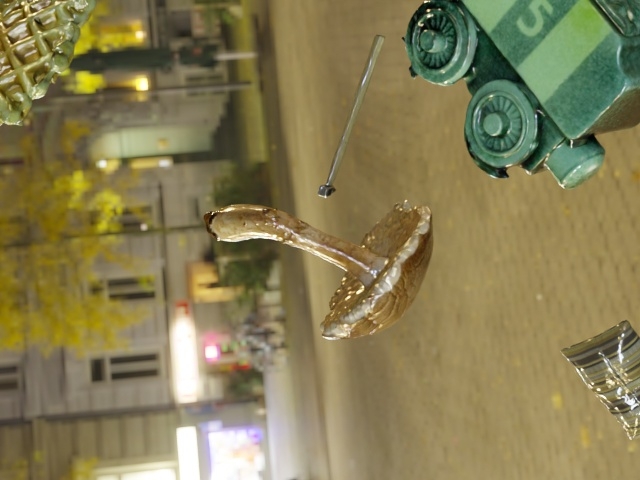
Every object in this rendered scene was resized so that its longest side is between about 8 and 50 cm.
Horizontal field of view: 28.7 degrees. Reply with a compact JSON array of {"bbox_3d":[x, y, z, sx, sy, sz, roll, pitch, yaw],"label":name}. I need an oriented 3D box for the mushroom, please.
[{"bbox_3d":[0.009,0.033,1.750,0.233,0.301,0.208,136,133,-62],"label":"mushroom"}]

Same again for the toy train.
[{"bbox_3d":[0.233,-0.212,1.340,0.299,0.167,0.238,56,131,17],"label":"toy train"}]

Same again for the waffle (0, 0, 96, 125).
[{"bbox_3d":[-0.353,-0.190,1.360,0.054,0.214,0.208,49,-127,-44],"label":"waffle"}]

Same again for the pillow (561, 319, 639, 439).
[{"bbox_3d":[0.452,0.208,1.835,0.203,0.113,0.038,48,-153,-22],"label":"pillow"}]

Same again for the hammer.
[{"bbox_3d":[0.038,-0.146,1.472,0.062,0.013,0.199,-21,-49,-79],"label":"hammer"}]
